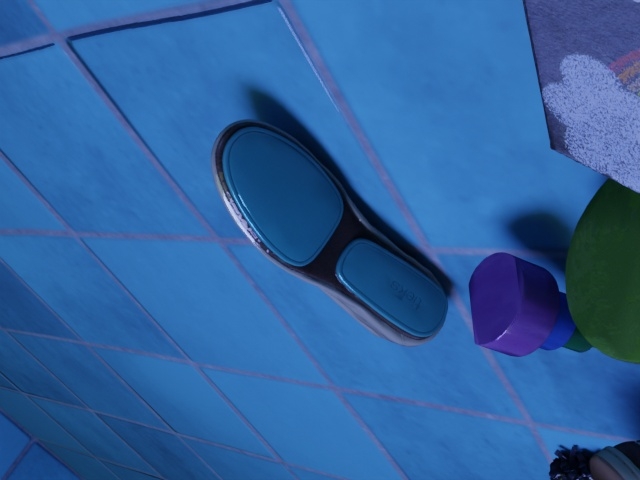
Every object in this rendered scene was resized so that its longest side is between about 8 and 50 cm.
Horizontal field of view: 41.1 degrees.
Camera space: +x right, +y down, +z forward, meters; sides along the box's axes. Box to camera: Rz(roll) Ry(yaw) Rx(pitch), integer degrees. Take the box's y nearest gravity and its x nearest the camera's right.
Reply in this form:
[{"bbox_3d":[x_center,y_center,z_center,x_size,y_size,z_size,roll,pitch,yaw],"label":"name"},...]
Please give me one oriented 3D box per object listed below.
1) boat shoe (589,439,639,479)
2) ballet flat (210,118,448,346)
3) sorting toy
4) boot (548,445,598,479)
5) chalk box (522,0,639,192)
[{"bbox_3d":[0.345,0.248,0.700,0.342,0.123,0.123,45,-177,-24],"label":"boat shoe"},{"bbox_3d":[0.000,0.000,0.687,0.248,0.086,0.086,44,148,-21],"label":"ballet flat"},{"bbox_3d":[0.244,0.016,0.478,0.126,0.127,0.365,20,154,-26],"label":"sorting toy"},{"bbox_3d":[0.281,0.243,0.807,0.121,0.045,0.099,46,146,-13],"label":"boot"},{"bbox_3d":[0.151,-0.121,0.280,0.132,0.132,0.213,39,161,44],"label":"chalk box"}]
